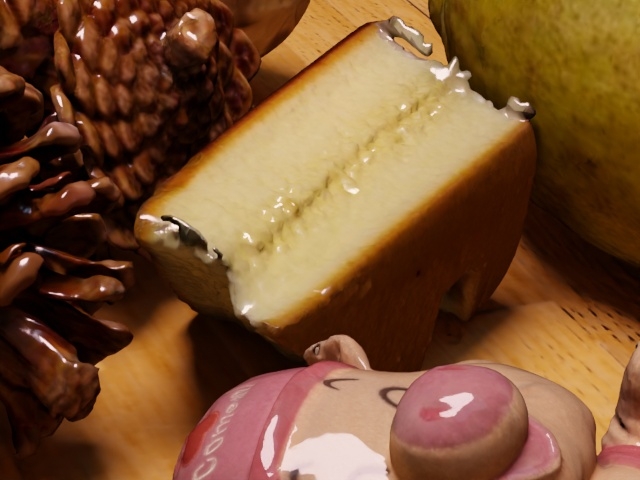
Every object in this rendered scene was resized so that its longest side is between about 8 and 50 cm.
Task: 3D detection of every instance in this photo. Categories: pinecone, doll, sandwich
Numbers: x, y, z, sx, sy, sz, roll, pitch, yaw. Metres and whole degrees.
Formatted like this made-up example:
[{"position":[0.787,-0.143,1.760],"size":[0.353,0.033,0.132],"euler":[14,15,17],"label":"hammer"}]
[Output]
[{"position":[-0.144,-0.076,0.888],"size":[0.212,0.169,0.185],"euler":[18,-13,36],"label":"pinecone"},{"position":[0.067,0.113,0.631],"size":[0.255,0.152,0.196],"euler":[9,15,10],"label":"doll"},{"position":[-0.169,0.008,0.727],"size":[0.195,0.179,0.150],"euler":[33,10,-3],"label":"pinecone"},{"position":[0.000,0.000,0.842],"size":[0.122,0.128,0.235],"euler":[26,37,22],"label":"sandwich"}]

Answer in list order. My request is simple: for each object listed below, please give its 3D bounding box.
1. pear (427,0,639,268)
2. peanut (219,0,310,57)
[{"position":[0.259,-0.129,0.946],"size":[0.413,0.352,0.352],"euler":[12,29,11],"label":"pear"},{"position":[-0.118,-0.152,1.051],"size":[0.233,0.110,0.196],"euler":[-7,-10,-31],"label":"peanut"}]
